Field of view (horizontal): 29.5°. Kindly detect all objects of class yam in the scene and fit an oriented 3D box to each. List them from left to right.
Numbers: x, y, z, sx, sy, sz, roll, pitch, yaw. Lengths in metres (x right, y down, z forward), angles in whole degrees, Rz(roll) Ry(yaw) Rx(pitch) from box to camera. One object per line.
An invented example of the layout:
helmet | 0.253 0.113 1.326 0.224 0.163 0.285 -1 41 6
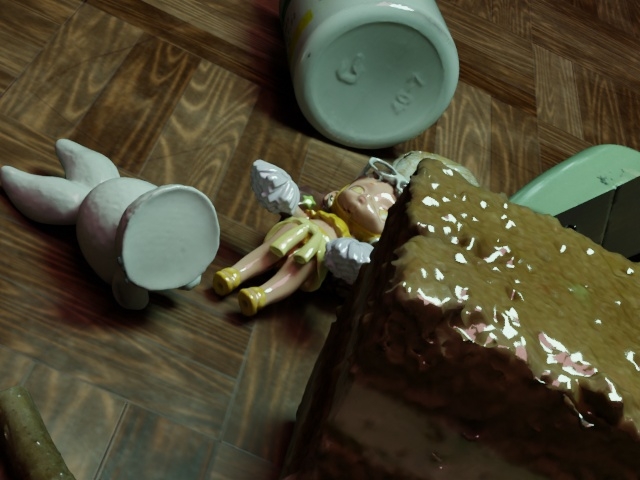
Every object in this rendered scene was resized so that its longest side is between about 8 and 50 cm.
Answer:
yam | -0.152 0.224 0.831 0.045 0.045 0.327 26 20 -54

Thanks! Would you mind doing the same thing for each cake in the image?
cake | 0.113 0.134 0.941 0.256 0.290 0.282 29 30 -5

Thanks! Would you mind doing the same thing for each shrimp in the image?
shrimp | 0.148 -0.039 1.473 0.126 0.047 0.223 14 35 -19

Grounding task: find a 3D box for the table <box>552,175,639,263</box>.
table | 0.290 0.051 1.120 0.172 0.193 0.169 51 36 -14

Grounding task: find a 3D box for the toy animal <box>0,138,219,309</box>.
toy animal | -0.195 -0.016 1.135 0.104 0.130 0.221 -40 38 -25

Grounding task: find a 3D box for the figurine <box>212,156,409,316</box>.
figurine | 0.001 0.000 1.225 0.175 0.115 0.240 41 38 24

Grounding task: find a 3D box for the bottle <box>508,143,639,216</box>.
bottle | 0.260 0.010 1.361 0.168 0.168 0.347 42 41 21

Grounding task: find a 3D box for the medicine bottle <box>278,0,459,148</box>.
medicine bottle | 0.051 -0.291 1.615 0.208 0.208 0.339 17 32 -19
